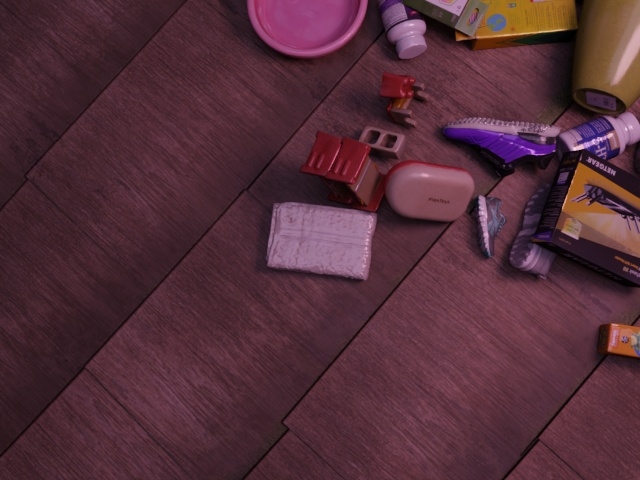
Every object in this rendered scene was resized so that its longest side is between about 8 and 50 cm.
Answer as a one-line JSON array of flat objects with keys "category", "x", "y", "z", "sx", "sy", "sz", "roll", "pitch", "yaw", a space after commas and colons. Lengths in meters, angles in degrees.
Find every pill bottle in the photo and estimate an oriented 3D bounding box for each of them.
[{"category": "pill bottle", "x": 0.223, "y": -0.597, "z": 1.769, "sx": 0.108, "sy": 0.108, "sz": 0.193, "roll": -15, "pitch": 81, "yaw": 3}, {"category": "pill bottle", "x": 0.709, "y": -0.255, "z": 1.675, "sx": 0.187, "sy": 0.112, "sz": 0.112, "roll": -23, "pitch": 81, "yaw": 2}]

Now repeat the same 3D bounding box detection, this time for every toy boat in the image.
[{"category": "toy boat", "x": 0.270, "y": -0.144, "z": 1.693, "sx": 0.231, "sy": 0.151, "sz": 0.151, "roll": 6, "pitch": 123, "yaw": -20}]

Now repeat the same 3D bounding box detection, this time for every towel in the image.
[{"category": "towel", "x": 0.000, "y": 0.000, "z": 1.738, "sx": 0.282, "sy": 0.049, "sz": 0.187, "roll": 8, "pitch": 84, "yaw": 5}]

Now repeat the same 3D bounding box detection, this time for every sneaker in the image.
[{"category": "sneaker", "x": 0.584, "y": -0.033, "z": 1.681, "sx": 0.115, "sy": 0.105, "sz": 0.281, "roll": 34, "pitch": 81, "yaw": -25}, {"category": "sneaker", "x": 0.446, "y": -0.039, "z": 1.696, "sx": 0.076, "sy": 0.065, "sz": 0.166, "roll": -4, "pitch": 83, "yaw": 1}, {"category": "sneaker", "x": 0.459, "y": -0.238, "z": 1.702, "sx": 0.293, "sy": 0.102, "sz": 0.146, "roll": 9, "pitch": 109, "yaw": 18}]

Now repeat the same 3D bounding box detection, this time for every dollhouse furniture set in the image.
[{"category": "dollhouse furniture set", "x": 0.121, "y": -0.280, "z": 1.682, "sx": 0.152, "sy": 0.201, "sz": 0.374, "roll": 19, "pitch": 77, "yaw": 28}]

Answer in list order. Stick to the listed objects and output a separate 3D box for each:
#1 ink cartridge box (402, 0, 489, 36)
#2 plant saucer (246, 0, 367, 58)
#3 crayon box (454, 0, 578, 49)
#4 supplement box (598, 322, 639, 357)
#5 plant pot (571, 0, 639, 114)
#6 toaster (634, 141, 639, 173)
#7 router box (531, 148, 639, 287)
[{"category": "ink cartridge box", "x": 0.329, "y": -0.626, "z": 1.691, "sx": 0.209, "sy": 0.062, "sz": 0.109, "roll": 27, "pitch": 77, "yaw": 4}, {"category": "plant saucer", "x": -0.034, "y": -0.653, "z": 1.813, "sx": 0.332, "sy": 0.084, "sz": 0.332, "roll": -1, "pitch": 82, "yaw": 6}, {"category": "crayon box", "x": 0.510, "y": -0.629, "z": 1.761, "sx": 0.319, "sy": 0.081, "sz": 0.202, "roll": -3, "pitch": 82, "yaw": 4}, {"category": "supplement box", "x": 0.815, "y": 0.259, "z": 1.612, "sx": 0.234, "sy": 0.080, "sz": 0.078, "roll": 8, "pitch": 81, "yaw": 8}, {"category": "plant pot", "x": 0.744, "y": -0.473, "z": 1.619, "sx": 0.275, "sy": 0.275, "sz": 0.293, "roll": 24, "pitch": 85, "yaw": 8}, {"category": "toaster", "x": 0.877, "y": -0.255, "z": 1.642, "sx": 0.129, "sy": 0.146, "sz": 0.226, "roll": 13, "pitch": 84, "yaw": 6}, {"category": "router box", "x": 0.699, "y": -0.050, "z": 1.607, "sx": 0.309, "sy": 0.081, "sz": 0.242, "roll": 23, "pitch": 84, "yaw": -16}]
